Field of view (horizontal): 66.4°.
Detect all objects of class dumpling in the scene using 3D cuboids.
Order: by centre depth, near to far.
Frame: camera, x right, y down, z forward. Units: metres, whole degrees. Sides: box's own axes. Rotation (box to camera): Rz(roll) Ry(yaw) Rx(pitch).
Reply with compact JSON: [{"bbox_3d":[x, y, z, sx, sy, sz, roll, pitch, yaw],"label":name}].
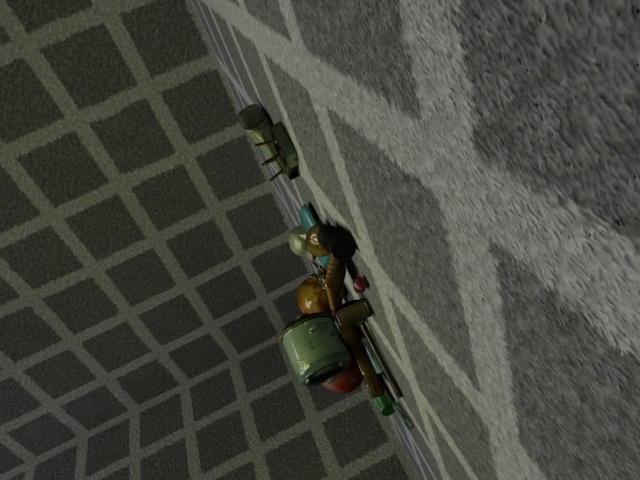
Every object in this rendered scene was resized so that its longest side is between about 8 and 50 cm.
[{"bbox_3d":[-0.076,0.009,2.302,0.250,0.132,0.163,25,135,66],"label":"dumpling"}]

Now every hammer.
[{"bbox_3d":[0.116,0.131,1.439,0.043,0.043,0.083,63,176,14],"label":"hammer"},{"bbox_3d":[0.224,0.448,1.916,0.366,0.043,0.111,63,175,3],"label":"hammer"}]

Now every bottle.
[{"bbox_3d":[0.277,0.728,2.452,0.093,0.093,0.330,67,174,-32],"label":"bottle"}]

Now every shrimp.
[{"bbox_3d":[0.031,0.166,2.120,0.233,0.090,0.079,45,-174,17],"label":"shrimp"}]

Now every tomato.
[{"bbox_3d":[0.079,0.576,2.266,0.270,0.226,0.270,61,-170,-18],"label":"tomato"}]

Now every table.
[{"bbox_3d":[-0.150,-0.287,1.683,0.122,0.111,0.240,62,175,10],"label":"table"}]

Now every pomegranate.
[{"bbox_3d":[-0.004,0.266,2.337,0.248,0.248,0.248,63,175,10],"label":"pomegranate"}]

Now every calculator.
[{"bbox_3d":[-0.016,-0.017,1.993,0.256,0.054,0.386,63,174,9],"label":"calculator"}]

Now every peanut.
[{"bbox_3d":[0.000,0.000,1.697,0.108,0.095,0.226,47,168,11],"label":"peanut"}]

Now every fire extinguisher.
[{"bbox_3d":[0.032,-0.010,1.408,0.089,0.072,0.267,56,177,-14],"label":"fire extinguisher"}]

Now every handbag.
[{"bbox_3d":[-0.217,-0.380,1.985,0.241,0.109,0.316,60,177,49],"label":"handbag"}]

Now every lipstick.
[{"bbox_3d":[0.218,0.470,2.028,0.158,0.048,0.048,64,175,1],"label":"lipstick"}]

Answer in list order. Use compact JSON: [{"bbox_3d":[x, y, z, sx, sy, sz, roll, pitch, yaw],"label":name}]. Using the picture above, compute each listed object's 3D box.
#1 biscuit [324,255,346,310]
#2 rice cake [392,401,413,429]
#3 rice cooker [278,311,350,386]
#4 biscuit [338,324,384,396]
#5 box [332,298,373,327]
[{"bbox_3d":[0.050,0.123,1.613,0.250,0.030,0.160,76,-152,-65],"label":"biscuit"},{"bbox_3d":[0.358,0.762,2.137,0.180,0.030,0.042,-134,21,-72],"label":"rice cake"},{"bbox_3d":[-0.026,0.443,2.063,0.316,0.264,0.317,40,136,53],"label":"rice cooker"},{"bbox_3d":[0.187,0.481,2.159,0.368,0.076,0.395,14,-129,-84],"label":"biscuit"},{"bbox_3d":[0.107,0.249,1.689,0.224,0.120,0.069,102,146,-84],"label":"box"}]
